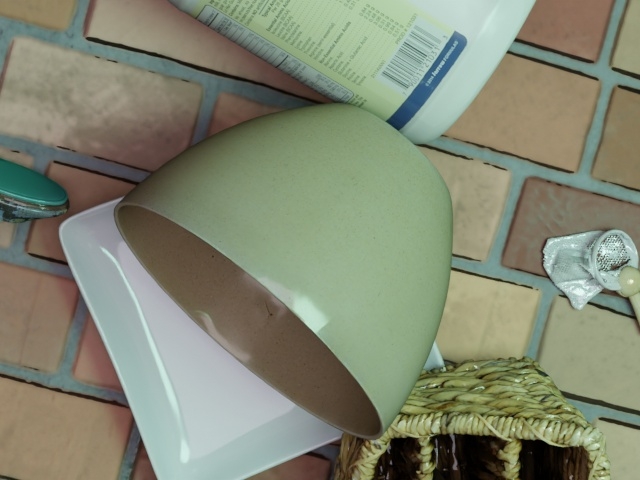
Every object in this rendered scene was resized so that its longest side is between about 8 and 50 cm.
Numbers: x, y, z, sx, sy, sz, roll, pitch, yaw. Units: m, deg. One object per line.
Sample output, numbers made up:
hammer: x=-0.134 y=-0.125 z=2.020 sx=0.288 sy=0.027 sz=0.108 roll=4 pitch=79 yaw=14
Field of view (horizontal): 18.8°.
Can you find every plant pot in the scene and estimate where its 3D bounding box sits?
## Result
plant pot: x=0.000 y=0.000 z=1.584 sx=0.284 sy=0.284 sz=0.191 roll=44 pitch=74 yaw=-8

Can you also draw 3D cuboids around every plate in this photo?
plate: x=-0.058 y=0.060 z=1.728 sx=0.277 sy=0.045 sz=0.278 roll=-22 pitch=97 yaw=-4

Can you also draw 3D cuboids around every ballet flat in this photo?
ballet flat: x=-0.314 y=-0.048 z=1.691 sx=0.188 sy=0.070 sz=0.070 roll=23 pitch=93 yaw=-5

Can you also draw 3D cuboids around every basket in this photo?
basket: x=0.125 y=0.273 z=1.655 sx=0.213 sy=0.223 sz=0.299 roll=-6 pitch=106 yaw=-9

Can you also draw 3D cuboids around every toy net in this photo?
toy net: x=0.319 y=0.035 z=1.760 sx=0.232 sy=0.045 sz=0.122 roll=21 pitch=94 yaw=-7

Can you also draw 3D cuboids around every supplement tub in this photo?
supplement tub: x=0.008 y=-0.252 z=1.605 sx=0.324 sy=0.235 sz=0.235 roll=31 pitch=92 yaw=-8
